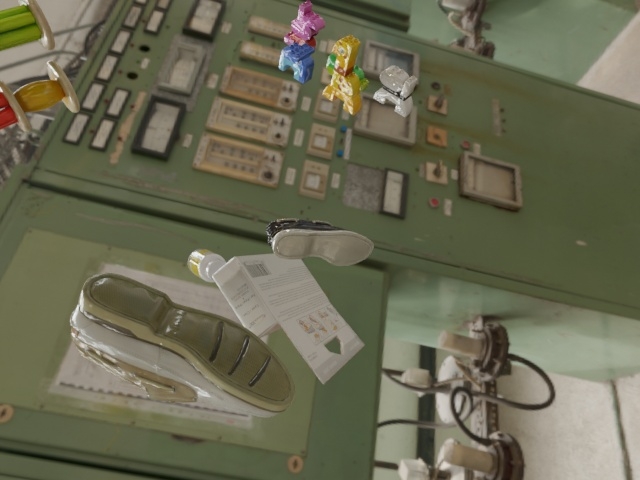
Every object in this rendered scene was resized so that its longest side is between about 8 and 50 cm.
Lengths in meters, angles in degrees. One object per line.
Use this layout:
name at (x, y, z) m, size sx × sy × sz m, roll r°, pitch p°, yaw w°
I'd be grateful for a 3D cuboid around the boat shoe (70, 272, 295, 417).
boat shoe at (-0.181, 0.156, 0.656) m, size 0.103 × 0.302 × 0.113 m, roll -59°, pitch 3°, yaw 25°

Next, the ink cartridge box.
ink cartridge box at (-0.048, 0.144, 0.955) m, size 0.066 × 0.261 × 0.296 m, roll -39°, pitch -11°, yaw 15°

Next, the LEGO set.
LEGO set at (0.026, -0.253, 0.675) m, size 0.087 × 0.227 × 0.093 m, roll -44°, pitch -18°, yaw -34°

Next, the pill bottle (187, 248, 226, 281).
pill bottle at (-0.248, 0.058, 1.099) m, size 0.116 × 0.065 × 0.065 m, roll 15°, pitch 92°, yaw 57°

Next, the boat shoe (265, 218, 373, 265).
boat shoe at (0.000, 0.000, 0.538) m, size 0.038 × 0.125 × 0.046 m, roll 56°, pitch 135°, yaw 47°

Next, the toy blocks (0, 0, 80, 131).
toy blocks at (-0.307, -0.140, 0.433) m, size 0.148 × 0.054 × 0.123 m, roll -34°, pitch -31°, yaw -27°
